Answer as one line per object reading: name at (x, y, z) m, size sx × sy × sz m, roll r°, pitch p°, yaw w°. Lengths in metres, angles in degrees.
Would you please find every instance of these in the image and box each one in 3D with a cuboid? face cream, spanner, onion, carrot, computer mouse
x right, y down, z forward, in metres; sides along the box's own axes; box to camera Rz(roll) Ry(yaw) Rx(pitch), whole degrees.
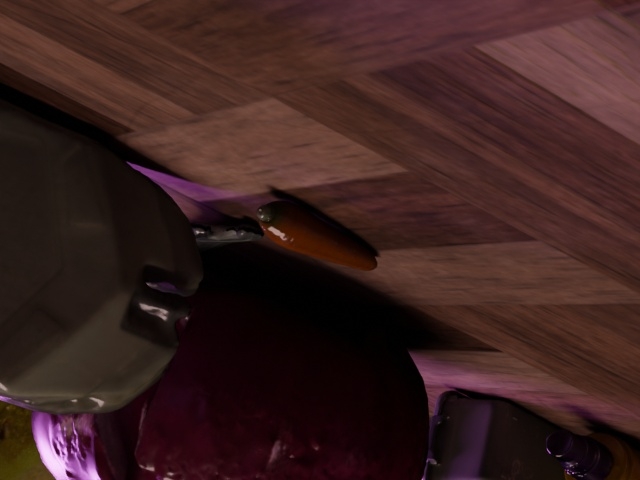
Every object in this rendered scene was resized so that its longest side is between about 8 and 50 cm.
face cream at (0.313, 0.252, 1.717) m, size 0.078 × 0.078 × 0.273 m, roll 9°, pitch 162°, yaw 40°
spanner at (-0.120, 0.007, 1.482) m, size 0.071 × 0.017 × 0.302 m, roll 2°, pitch 172°, yaw -18°
onion at (-0.091, 0.247, 1.546) m, size 0.398 × 0.420 × 0.398 m, roll 5°, pitch 165°, yaw 1°
carrot at (0.000, 0.000, 1.270) m, size 0.142 × 0.035 × 0.035 m, roll 26°, pitch 167°, yaw -40°
computer mouse at (-0.302, -0.012, 1.264) m, size 0.429 × 0.228 × 0.145 m, roll 23°, pitch 171°, yaw -19°

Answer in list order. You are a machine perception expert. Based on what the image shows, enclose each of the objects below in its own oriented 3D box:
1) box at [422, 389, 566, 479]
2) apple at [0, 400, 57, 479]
box at (0.201, 0.240, 1.765) m, size 0.172 × 0.124 × 0.092 m, roll 28°, pitch 155°, yaw -36°
apple at (-0.425, 0.152, 1.843) m, size 0.374 × 0.374 × 0.384 m, roll 23°, pitch 167°, yaw -14°
